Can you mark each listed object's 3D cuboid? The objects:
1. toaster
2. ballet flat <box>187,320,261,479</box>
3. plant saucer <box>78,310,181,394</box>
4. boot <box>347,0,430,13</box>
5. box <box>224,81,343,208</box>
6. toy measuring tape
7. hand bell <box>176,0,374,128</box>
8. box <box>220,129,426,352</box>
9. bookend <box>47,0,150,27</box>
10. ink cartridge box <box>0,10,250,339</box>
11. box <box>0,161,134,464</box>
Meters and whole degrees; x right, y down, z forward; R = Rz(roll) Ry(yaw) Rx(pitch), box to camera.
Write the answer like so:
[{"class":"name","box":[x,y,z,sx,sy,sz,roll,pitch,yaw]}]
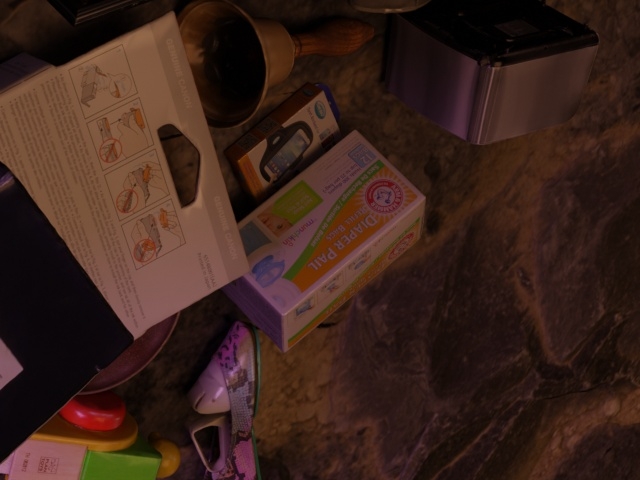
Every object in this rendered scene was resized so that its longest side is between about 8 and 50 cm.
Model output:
[{"class":"toaster","box":[0.171,-0.190,1.970,0.186,0.168,0.110,-16,127,-37]},{"class":"ballet flat","box":[-0.105,0.189,2.046,0.079,0.077,0.221,-10,125,-16]},{"class":"plant saucer","box":[-0.223,0.053,1.847,0.198,0.036,0.198,-16,118,-33]},{"class":"boot","box":[0.119,-0.335,1.882,0.190,0.076,0.208,-10,122,-18]},{"class":"box","box":[-0.030,-0.101,1.948,0.136,0.028,0.081,-39,137,-14]},{"class":"toy measuring tape","box":[-0.298,0.193,1.863,0.330,0.121,0.121,9,111,-22]},{"class":"hand bell","box":[-0.024,-0.192,1.854,0.242,0.126,0.126,-19,129,-49]},{"class":"box","box":[0.000,0.000,1.957,0.203,0.114,0.103,-40,161,-17]},{"class":"bookend","box":[-0.165,-0.288,1.638,0.156,0.072,0.157,-24,143,-31]},{"class":"ink cartridge box","box":[-0.219,-0.038,1.744,0.261,0.066,0.296,-31,124,-25]},{"class":"box","box":[-0.390,0.027,1.411,0.293,0.395,0.212,-43,138,-13]}]
